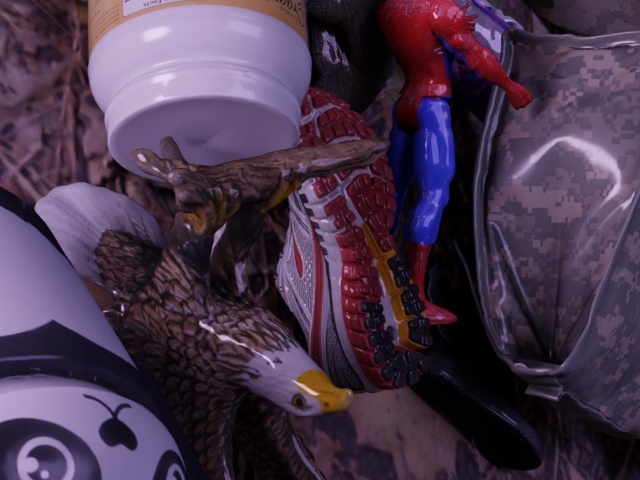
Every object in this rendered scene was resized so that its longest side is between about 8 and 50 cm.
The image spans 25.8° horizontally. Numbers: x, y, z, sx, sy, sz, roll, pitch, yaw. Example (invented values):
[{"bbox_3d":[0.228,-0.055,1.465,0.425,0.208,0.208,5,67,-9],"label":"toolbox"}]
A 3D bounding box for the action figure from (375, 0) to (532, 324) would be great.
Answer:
[{"bbox_3d":[0.100,-0.085,1.052,0.139,0.091,0.280,-5,101,-41],"label":"action figure"}]

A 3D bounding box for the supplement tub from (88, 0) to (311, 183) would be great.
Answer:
[{"bbox_3d":[-0.081,-0.151,0.921,0.144,0.144,0.199,19,57,-43],"label":"supplement tub"}]

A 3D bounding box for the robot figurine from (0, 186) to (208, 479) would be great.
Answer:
[{"bbox_3d":[-0.168,0.077,0.624,0.209,0.173,0.278,-22,47,-18],"label":"robot figurine"}]

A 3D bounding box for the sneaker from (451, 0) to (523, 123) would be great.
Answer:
[{"bbox_3d":[0.103,-0.182,1.209,0.236,0.095,0.104,55,45,-6],"label":"sneaker"}]

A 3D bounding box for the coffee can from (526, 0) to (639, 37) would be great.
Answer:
[{"bbox_3d":[0.324,-0.368,1.472,0.201,0.201,0.275,49,40,-20],"label":"coffee can"}]

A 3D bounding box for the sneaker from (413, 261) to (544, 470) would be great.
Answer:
[{"bbox_3d":[0.125,0.102,1.103,0.170,0.051,0.089,41,46,-24],"label":"sneaker"}]

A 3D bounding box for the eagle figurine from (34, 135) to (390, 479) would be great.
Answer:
[{"bbox_3d":[-0.055,0.096,0.822,0.226,0.225,0.298,-1,103,-9],"label":"eagle figurine"}]

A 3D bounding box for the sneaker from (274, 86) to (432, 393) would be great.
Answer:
[{"bbox_3d":[0.000,0.000,0.974,0.088,0.093,0.225,-3,78,-48],"label":"sneaker"}]

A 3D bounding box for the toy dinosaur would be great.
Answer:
[{"bbox_3d":[0.009,-0.183,1.069,0.160,0.121,0.313,7,62,-41],"label":"toy dinosaur"}]

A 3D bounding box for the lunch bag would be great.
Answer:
[{"bbox_3d":[0.220,0.007,1.131,0.235,0.169,0.287,35,64,-56],"label":"lunch bag"}]
